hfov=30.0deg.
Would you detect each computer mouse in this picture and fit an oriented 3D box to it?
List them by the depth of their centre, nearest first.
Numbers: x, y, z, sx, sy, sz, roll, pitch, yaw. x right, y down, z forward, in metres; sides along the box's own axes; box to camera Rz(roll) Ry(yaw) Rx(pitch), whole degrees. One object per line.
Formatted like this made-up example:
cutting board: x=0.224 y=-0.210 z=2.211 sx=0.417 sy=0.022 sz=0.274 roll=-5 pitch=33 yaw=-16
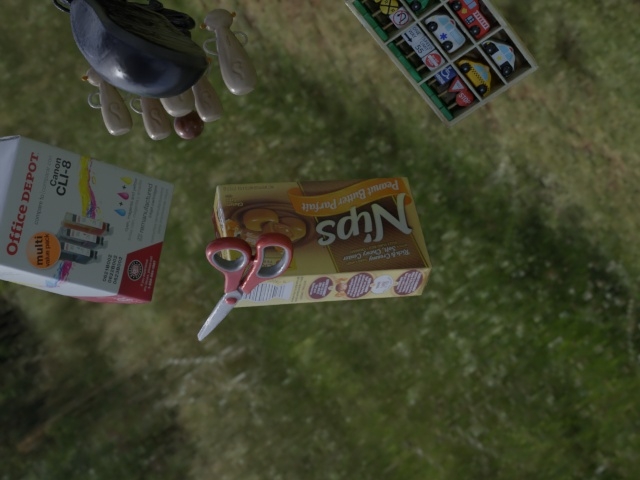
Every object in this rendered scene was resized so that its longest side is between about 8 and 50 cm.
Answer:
computer mouse: x=-0.203 y=-0.212 z=1.307 sx=0.188 sy=0.072 sz=0.272 roll=15 pitch=-162 yaw=-27

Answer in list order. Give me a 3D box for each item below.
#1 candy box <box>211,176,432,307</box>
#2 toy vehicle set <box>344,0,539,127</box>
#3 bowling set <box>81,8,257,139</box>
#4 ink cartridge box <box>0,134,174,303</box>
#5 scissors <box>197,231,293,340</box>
candy box: x=0.000 y=0.000 z=1.876 sx=0.087 sy=0.316 sz=0.183 roll=107 pitch=156 yaw=-53
toy vehicle set: x=0.180 y=-0.309 z=1.765 sx=0.267 sy=0.166 sz=0.035 roll=46 pitch=-159 yaw=-27
bowling set: x=-0.260 y=-0.262 z=2.039 sx=0.200 sy=0.287 sz=0.154 roll=121 pitch=128 yaw=-72
ink cartridge box: x=-0.261 y=-0.017 z=1.188 sx=0.176 sy=0.128 sz=0.127 roll=17 pitch=169 yaw=-36
scissors: x=-0.102 y=0.069 z=1.559 sx=0.297 sy=0.109 sz=0.021 roll=106 pitch=160 yaw=-58
